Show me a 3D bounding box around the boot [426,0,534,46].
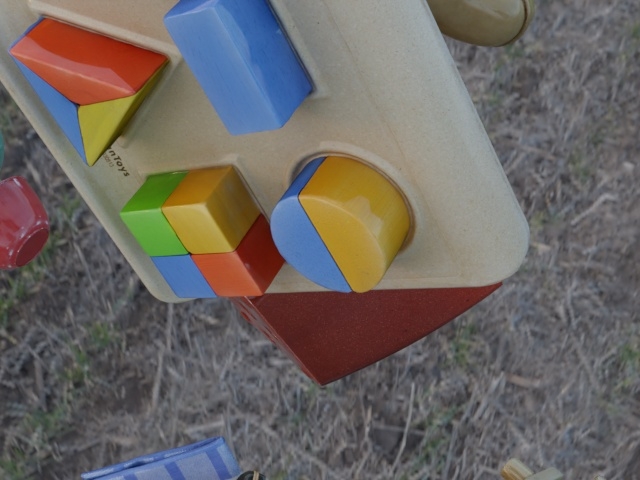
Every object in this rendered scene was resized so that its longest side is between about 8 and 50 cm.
[{"bbox_3d":[0.053,-0.207,1.015,0.236,0.089,0.269,29,38,8],"label":"boot"}]

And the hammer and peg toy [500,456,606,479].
[{"bbox_3d":[0.263,0.440,1.659,0.127,0.266,0.361,40,25,28],"label":"hammer and peg toy"}]

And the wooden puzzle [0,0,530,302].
[{"bbox_3d":[-0.066,-0.070,0.801,0.347,0.322,0.080,-7,36,34],"label":"wooden puzzle"}]

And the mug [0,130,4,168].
[{"bbox_3d":[-0.409,-0.102,1.164,0.157,0.129,0.097,26,37,-1],"label":"mug"}]

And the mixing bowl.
[{"bbox_3d":[-0.555,-0.016,2.019,0.098,0.181,0.181,36,63,10],"label":"mixing bowl"}]

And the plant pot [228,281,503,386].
[{"bbox_3d":[0.000,0.000,1.264,0.236,0.267,0.267,-44,42,-9],"label":"plant pot"}]

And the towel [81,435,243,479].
[{"bbox_3d":[-0.165,0.389,1.430,0.209,0.285,0.034,-17,24,9],"label":"towel"}]

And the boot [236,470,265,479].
[{"bbox_3d":[-0.160,0.345,1.332,0.137,0.077,0.198,25,70,1],"label":"boot"}]
